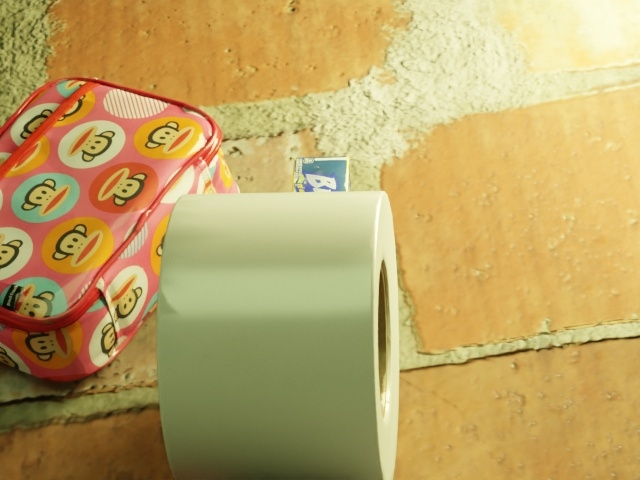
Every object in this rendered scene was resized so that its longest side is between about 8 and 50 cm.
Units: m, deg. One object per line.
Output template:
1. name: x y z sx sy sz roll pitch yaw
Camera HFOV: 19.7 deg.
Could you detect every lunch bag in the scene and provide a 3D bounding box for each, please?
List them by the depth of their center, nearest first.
1. lunch bag: -0.246 -0.022 1.710 0.258 0.120 0.293 19 54 29

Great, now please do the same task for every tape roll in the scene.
1. tape roll: -0.028 0.082 1.489 0.169 0.246 0.246 -2 47 6

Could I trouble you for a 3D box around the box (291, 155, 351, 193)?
1. box: 0.000 0.000 1.689 0.054 0.059 0.169 -2 47 3
